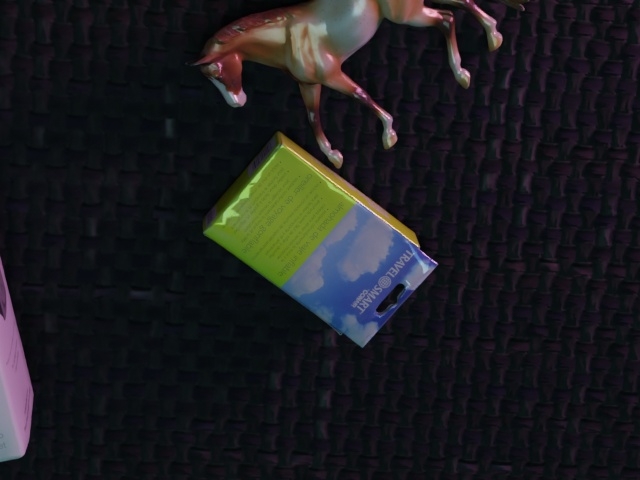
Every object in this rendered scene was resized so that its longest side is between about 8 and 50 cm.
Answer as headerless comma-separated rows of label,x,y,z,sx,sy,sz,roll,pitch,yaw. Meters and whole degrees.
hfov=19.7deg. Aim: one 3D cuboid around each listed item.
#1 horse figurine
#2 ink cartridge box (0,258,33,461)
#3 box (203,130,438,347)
horse figurine,0.042,-0.171,1.524,0.263,0.066,0.174,-36,116,12
ink cartridge box,-0.382,0.044,1.537,0.226,0.131,0.306,-11,114,-1
box,0.000,0.000,1.599,0.178,0.042,0.109,37,105,-17
